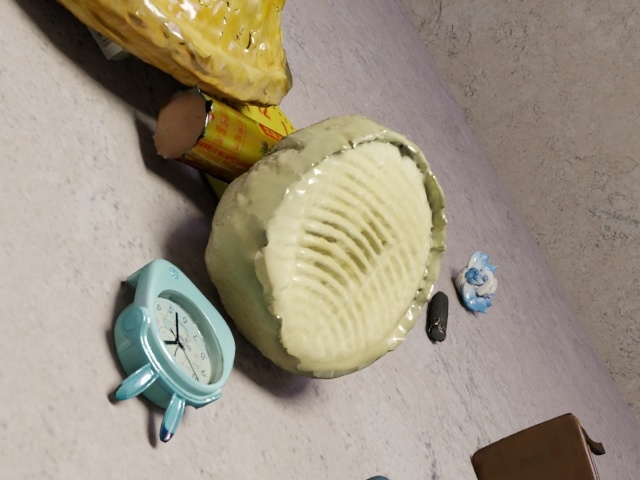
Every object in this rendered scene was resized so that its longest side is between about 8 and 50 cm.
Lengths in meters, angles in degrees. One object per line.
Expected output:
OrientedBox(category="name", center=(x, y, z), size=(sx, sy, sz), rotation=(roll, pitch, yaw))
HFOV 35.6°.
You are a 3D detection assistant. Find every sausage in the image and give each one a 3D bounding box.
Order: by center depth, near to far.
OrientedBox(category="sausage", center=(-0.015, -0.061, 1.082), size=(0.371, 0.082, 0.082), rotation=(24, 38, -45))

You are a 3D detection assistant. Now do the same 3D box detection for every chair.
OrientedBox(category="chair", center=(0.285, 0.330, 1.293), size=(0.319, 0.160, 0.186), rotation=(37, 34, -51))

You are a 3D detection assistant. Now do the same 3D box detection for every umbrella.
OrientedBox(category="umbrella", center=(0.185, 0.120, 1.549), size=(0.036, 0.031, 0.133), rotation=(53, 20, -12))

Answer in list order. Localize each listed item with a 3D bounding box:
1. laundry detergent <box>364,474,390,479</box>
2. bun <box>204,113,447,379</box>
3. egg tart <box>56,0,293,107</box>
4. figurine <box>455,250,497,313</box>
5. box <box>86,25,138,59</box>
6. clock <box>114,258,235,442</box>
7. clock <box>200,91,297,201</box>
OrientedBox(category="laundry detergent", center=(0.082, 0.296, 0.902), size=(0.290, 0.094, 0.143), rotation=(45, 27, -38))
OrientedBox(category="bun", center=(0.000, 0.000, 0.970), size=(0.152, 0.259, 0.259), rotation=(18, -18, 46))
OrientedBox(category="egg tart", center=(-0.167, -0.338, 1.062), size=(0.443, 0.178, 0.443), rotation=(43, 19, -19))
OrientedBox(category="figurine", center=(0.291, 0.082, 1.808), size=(0.114, 0.079, 0.114), rotation=(16, 69, -49))
OrientedBox(category="box", center=(-0.213, -0.219, 1.056), size=(0.054, 0.024, 0.083), rotation=(56, 18, -1))
OrientedBox(category="clock", center=(-0.119, 0.088, 0.786), size=(0.108, 0.045, 0.147), rotation=(51, 21, -22))
OrientedBox(category="clock", center=(-0.047, -0.079, 1.190), size=(0.277, 0.071, 0.293), rotation=(21, 41, -61))
